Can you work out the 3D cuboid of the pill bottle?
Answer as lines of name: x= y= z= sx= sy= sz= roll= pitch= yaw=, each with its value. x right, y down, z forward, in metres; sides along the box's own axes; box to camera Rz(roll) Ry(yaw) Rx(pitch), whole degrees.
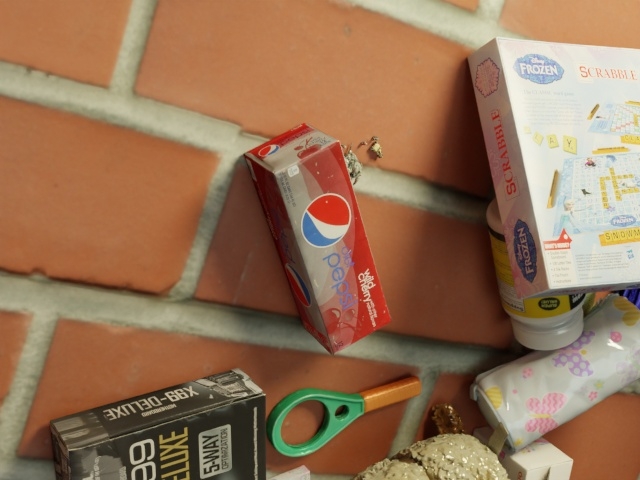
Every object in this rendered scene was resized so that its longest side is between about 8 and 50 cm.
pill bottle: x=0.299 y=0.039 z=1.383 sx=0.119 sy=0.119 sz=0.208 roll=-28 pitch=122 yaw=-20

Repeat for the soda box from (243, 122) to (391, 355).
soda box: x=0.000 y=0.000 z=1.203 sx=0.092 sy=0.083 sz=0.263 roll=-28 pitch=123 yaw=-18

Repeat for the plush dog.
plush dog: x=0.131 y=0.343 z=1.368 sx=0.225 sy=0.262 sz=0.211 roll=-8 pitch=81 yaw=-39

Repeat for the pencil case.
pencil case: x=0.353 y=0.189 z=1.453 sx=0.273 sy=0.113 sz=0.124 roll=-32 pitch=105 yaw=-3

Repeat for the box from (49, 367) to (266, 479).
box: x=-0.187 y=0.328 z=1.227 sx=0.242 sy=0.076 sz=0.307 roll=-12 pitch=116 yaw=-28

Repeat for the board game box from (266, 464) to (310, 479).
board game box: x=-0.054 y=0.357 z=1.358 sx=0.090 sy=0.020 sz=0.090 roll=-17 pitch=118 yaw=-27

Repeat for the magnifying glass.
magnifying glass: x=0.034 y=0.226 z=1.355 sx=0.231 sy=0.026 sz=0.092 roll=-14 pitch=116 yaw=-27

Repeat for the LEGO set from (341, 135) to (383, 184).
LEGO set: x=0.044 y=-0.096 z=1.226 sx=0.083 sy=0.023 sz=0.054 roll=-44 pitch=126 yaw=-8

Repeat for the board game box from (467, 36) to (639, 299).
board game box: x=0.358 y=-0.094 z=1.297 sx=0.318 sy=0.066 sz=0.318 roll=-2 pitch=76 yaw=-31

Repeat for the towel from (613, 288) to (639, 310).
towel: x=0.583 y=0.105 z=1.613 sx=0.308 sy=0.076 sz=0.228 roll=9 pitch=105 yaw=-34

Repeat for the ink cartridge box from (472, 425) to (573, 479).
ink cartridge box: x=0.297 y=0.344 z=1.493 sx=0.090 sy=0.143 sz=0.092 roll=-5 pitch=113 yaw=-30

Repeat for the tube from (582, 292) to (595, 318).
tube: x=0.371 y=0.063 z=1.481 sx=0.070 sy=0.062 sz=0.240 roll=5 pitch=122 yaw=13
